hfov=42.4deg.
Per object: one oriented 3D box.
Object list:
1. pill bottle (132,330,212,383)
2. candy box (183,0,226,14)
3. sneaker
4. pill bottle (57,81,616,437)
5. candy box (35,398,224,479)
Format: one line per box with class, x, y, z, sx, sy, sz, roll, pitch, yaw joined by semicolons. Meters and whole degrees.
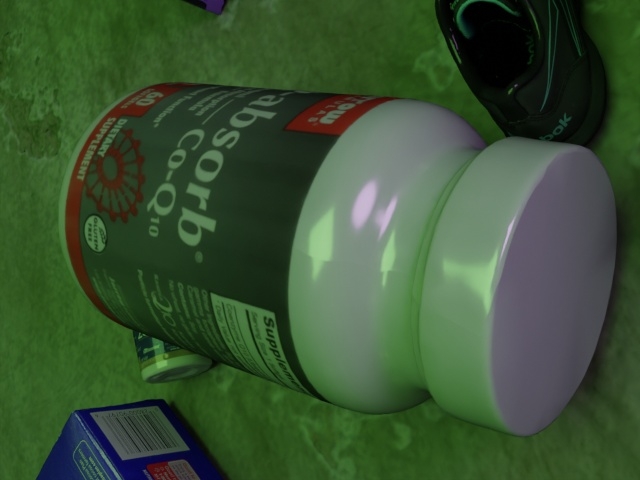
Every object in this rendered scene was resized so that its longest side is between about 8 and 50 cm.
pill bottle;-0.147;0.069;0.781;0.067;0.067;0.120;-28;68;33
candy box;-0.125;-0.329;0.750;0.070;0.165;0.196;41;109;33
sneaker;0.129;-0.190;0.571;0.101;0.106;0.267;-24;69;35
pill bottle;0.000;0.000;0.583;0.363;0.210;0.210;12;92;38
candy box;-0.183;0.353;0.742;0.268;0.122;0.317;44;110;32
